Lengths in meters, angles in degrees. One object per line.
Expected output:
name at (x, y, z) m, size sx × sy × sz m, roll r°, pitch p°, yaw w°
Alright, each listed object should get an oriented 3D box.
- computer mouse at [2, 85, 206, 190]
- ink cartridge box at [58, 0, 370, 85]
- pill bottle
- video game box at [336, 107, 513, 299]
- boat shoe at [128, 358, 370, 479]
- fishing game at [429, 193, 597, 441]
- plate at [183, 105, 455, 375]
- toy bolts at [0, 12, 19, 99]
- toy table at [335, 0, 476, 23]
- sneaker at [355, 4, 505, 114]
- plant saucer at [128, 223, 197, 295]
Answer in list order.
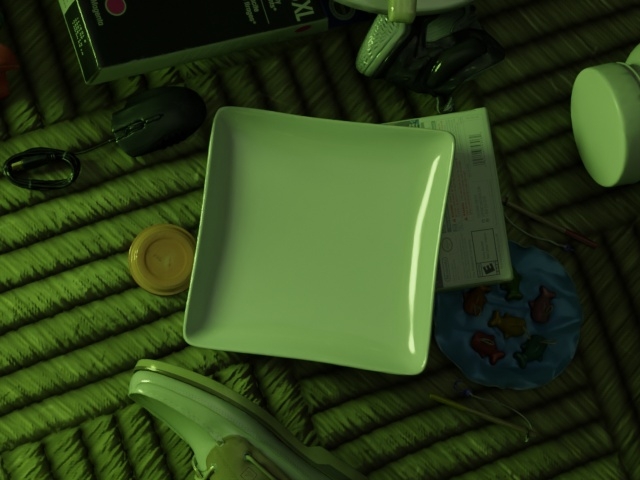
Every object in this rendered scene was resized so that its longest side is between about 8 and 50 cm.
computer mouse at (-0.242, -0.116, 1.642) m, size 0.242 × 0.041 × 0.071 m, roll -24°, pitch 87°, yaw -13°
ink cartridge box at (-0.117, -0.302, 1.647) m, size 0.371 × 0.069 × 0.175 m, roll -17°, pitch 84°, yaw -28°
pill bottle at (0.477, -0.163, 1.710) m, size 0.334 × 0.188 × 0.188 m, roll -12°, pitch 83°, yaw -12°
video game box at (0.114, -0.038, 1.674) m, size 0.187 × 0.048 × 0.205 m, roll -7°, pitch 82°, yaw 0°
boat shoe at (-0.086, 0.239, 1.576) m, size 0.302 × 0.113 × 0.103 m, roll 32°, pitch 71°, yaw -5°
fishing game at (0.222, 0.084, 1.698) m, size 0.189 × 0.041 × 0.264 m, roll 26°, pitch 75°, yaw -6°
plate at (0.000, 0.000, 1.633) m, size 0.277 × 0.045 × 0.278 m, roll 7°, pitch 84°, yaw 7°
toy bolts at (-0.444, -0.231, 1.554) m, size 0.228 × 0.218 × 0.158 m, roll -16°, pitch 77°, yaw -31°
toy table at (0.092, -0.350, 1.584) m, size 0.274 × 0.161 × 0.252 m, roll -7°, pitch 87°, yaw -5°
sneaker at (0.165, -0.279, 1.719) m, size 0.153 × 0.101 × 0.268 m, roll 33°, pitch 82°, yaw -5°
plant saucer at (-0.176, 0.021, 1.646) m, size 0.083 × 0.013 × 0.083 m, roll 2°, pitch 80°, yaw -10°
